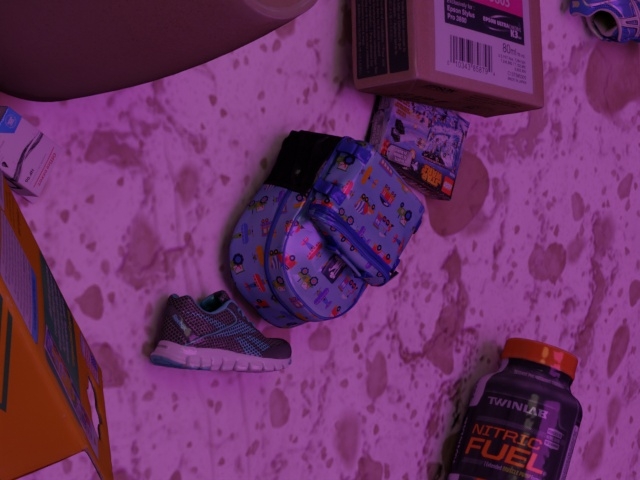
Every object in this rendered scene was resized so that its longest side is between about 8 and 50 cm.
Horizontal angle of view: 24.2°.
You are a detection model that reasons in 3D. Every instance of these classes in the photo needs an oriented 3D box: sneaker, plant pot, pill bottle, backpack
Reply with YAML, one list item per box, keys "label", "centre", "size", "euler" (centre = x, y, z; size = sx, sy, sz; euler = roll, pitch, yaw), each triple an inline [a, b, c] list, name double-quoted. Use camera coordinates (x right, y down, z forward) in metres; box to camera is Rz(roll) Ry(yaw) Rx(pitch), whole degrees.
- label: "sneaker"
  centre: [-0.086, 0.085, 1.401]
  size: [0.166, 0.065, 0.076]
  euler: [9, 84, -50]
- label: "plant pot"
  centre: [-0.130, -0.231, 1.151]
  size: [0.256, 0.274, 0.256]
  euler: [-8, 101, -47]
- label: "pill bottle"
  centre: [0.222, 0.238, 1.712]
  size: [0.130, 0.130, 0.246]
  euler: [31, 71, -46]
- label: "sneaker"
  centre: [0.379, -0.279, 1.868]
  size: [0.211, 0.080, 0.081]
  euler: [27, 81, -36]
- label: "backpack"
  centre: [0.000, 0.000, 1.445]
  size: [0.173, 0.117, 0.158]
  euler: [-57, 131, -22]

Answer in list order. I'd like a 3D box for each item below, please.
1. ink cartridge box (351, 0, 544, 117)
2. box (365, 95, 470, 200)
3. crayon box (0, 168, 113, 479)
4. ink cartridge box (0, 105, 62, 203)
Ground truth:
- label: "ink cartridge box"
  centre: [0.136, -0.240, 1.564]
  size: [0.234, 0.088, 0.193]
  euler: [4, 83, -48]
- label: "box"
  centre: [0.104, -0.109, 1.611]
  size: [0.137, 0.027, 0.094]
  euler: [28, 73, -46]
- label: "crayon box"
  centre: [-0.254, 0.033, 1.099]
  size: [0.083, 0.203, 0.323]
  euler: [-22, 117, -1]
- label: "ink cartridge box"
  centre: [-0.245, -0.069, 1.225]
  size: [0.083, 0.028, 0.048]
  euler: [41, 65, -43]
